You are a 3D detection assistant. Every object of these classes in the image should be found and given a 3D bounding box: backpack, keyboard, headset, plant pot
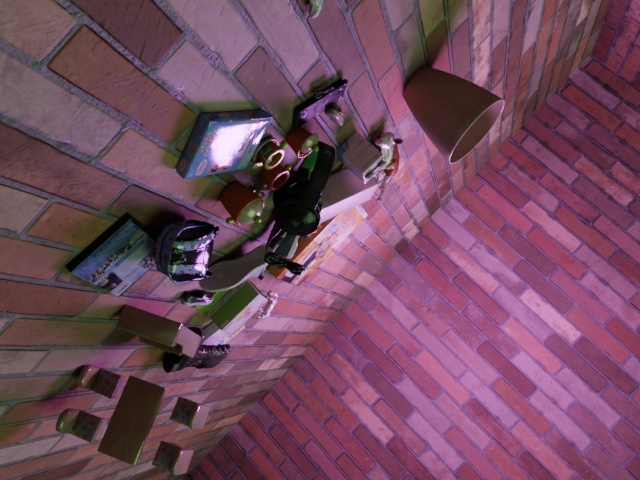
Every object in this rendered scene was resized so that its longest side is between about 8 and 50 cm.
[{"bbox_3d":[-0.346,0.026,1.490,0.173,0.116,0.158,-12,115,-67],"label":"backpack"},{"bbox_3d":[0.000,-0.373,1.603,0.180,0.023,0.108,-38,168,-24],"label":"keyboard"},{"bbox_3d":[-0.045,-0.089,1.739,0.394,0.185,0.243,-60,-165,18],"label":"headset"},{"bbox_3d":[0.409,-0.435,1.973,0.256,0.274,0.256,-41,162,-16],"label":"plant pot"}]

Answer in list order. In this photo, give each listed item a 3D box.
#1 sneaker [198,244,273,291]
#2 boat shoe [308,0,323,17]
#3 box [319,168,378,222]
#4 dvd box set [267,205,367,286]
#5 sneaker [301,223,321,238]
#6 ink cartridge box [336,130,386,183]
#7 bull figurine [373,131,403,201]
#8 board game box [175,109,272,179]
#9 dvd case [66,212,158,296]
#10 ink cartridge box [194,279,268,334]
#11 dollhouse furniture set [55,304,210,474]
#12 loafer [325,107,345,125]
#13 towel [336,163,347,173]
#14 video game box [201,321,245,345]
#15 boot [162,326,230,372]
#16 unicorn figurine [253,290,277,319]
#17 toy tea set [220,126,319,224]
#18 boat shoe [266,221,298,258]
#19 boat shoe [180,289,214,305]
[{"bbox_3d":[-0.272,0.114,1.944,0.255,0.094,0.151,-25,165,-23],"label":"sneaker"},{"bbox_3d":[-0.011,-0.511,1.256,0.035,0.035,0.100,-1,144,-27],"label":"boat shoe"},{"bbox_3d":[0.056,-0.157,2.032,0.275,0.113,0.094,-25,154,-34],"label":"box"},{"bbox_3d":[0.000,0.000,2.374,0.420,0.062,0.307,-46,163,2],"label":"dvd box set"},{"bbox_3d":[-0.039,-0.056,2.126,0.084,0.083,0.215,-41,164,-19],"label":"sneaker"},{"bbox_3d":[0.136,-0.262,1.955,0.092,0.143,0.090,-43,162,-7],"label":"ink cartridge box"},{"bbox_3d":[0.225,-0.263,2.171,0.310,0.101,0.189,60,53,-77],"label":"bull figurine"},{"bbox_3d":[-0.220,-0.225,1.400,0.211,0.039,0.160,-22,151,-54],"label":"board game box"},{"bbox_3d":[-0.475,0.042,1.450,0.180,0.022,0.253,-44,162,-8],"label":"dvd case"},{"bbox_3d":[-0.308,0.221,2.111,0.189,0.097,0.255,-44,164,-4],"label":"ink cartridge box"},{"bbox_3d":[-0.506,0.415,1.699,0.256,0.361,0.394,79,30,-71],"label":"dollhouse furniture set"},{"bbox_3d":[0.045,-0.360,1.712,0.039,0.045,0.125,-64,168,2],"label":"loafer"},{"bbox_3d":[0.110,-0.252,2.122,0.152,0.023,0.113,-27,154,-45],"label":"towel"},{"bbox_3d":[-0.383,0.352,2.316,0.205,0.048,0.187,-38,158,-22],"label":"video game box"},{"bbox_3d":[-0.417,0.387,2.155,0.228,0.091,0.263,6,140,-45],"label":"boot"},{"bbox_3d":[-0.225,0.284,2.500,0.162,0.060,0.111,-46,162,4],"label":"unicorn figurine"},{"bbox_3d":[-0.123,-0.160,1.625,0.336,0.124,0.200,-50,162,16],"label":"toy tea set"},{"bbox_3d":[-0.103,-0.064,1.927,0.091,0.114,0.303,7,123,-18],"label":"boat shoe"},{"bbox_3d":[-0.384,0.179,1.922,0.040,0.049,0.142,-53,159,21],"label":"boat shoe"}]
